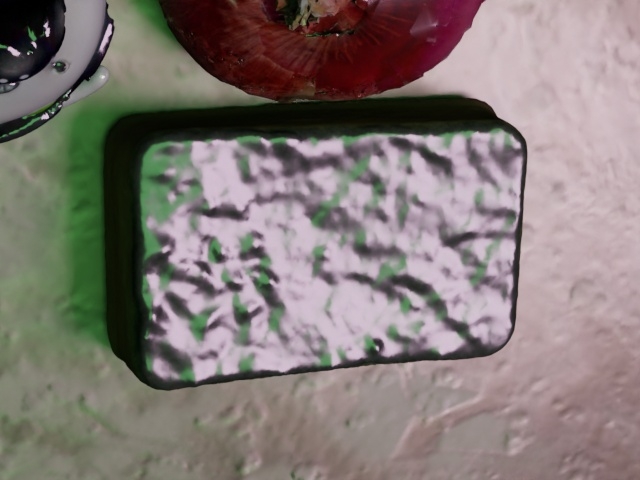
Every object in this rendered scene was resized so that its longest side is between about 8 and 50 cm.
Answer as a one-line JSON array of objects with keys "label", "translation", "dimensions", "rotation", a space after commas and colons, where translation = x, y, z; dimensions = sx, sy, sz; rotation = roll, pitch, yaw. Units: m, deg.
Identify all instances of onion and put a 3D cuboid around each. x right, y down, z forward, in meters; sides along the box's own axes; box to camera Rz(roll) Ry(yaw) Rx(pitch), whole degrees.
[{"label": "onion", "translation": [0.000, -0.118, 0.538], "dimensions": [0.150, 0.140, 0.150], "rotation": [0, 108, 0]}]

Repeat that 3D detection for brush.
[{"label": "brush", "translation": [0.000, 0.000, 0.617], "dimensions": [0.197, 0.059, 0.123], "rotation": [-5, 106, -17]}]

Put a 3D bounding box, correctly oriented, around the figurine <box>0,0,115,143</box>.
[{"label": "figurine", "translation": [-0.131, -0.090, 0.474], "dimensions": [0.147, 0.192, 0.126], "rotation": [-21, 116, -14]}]
